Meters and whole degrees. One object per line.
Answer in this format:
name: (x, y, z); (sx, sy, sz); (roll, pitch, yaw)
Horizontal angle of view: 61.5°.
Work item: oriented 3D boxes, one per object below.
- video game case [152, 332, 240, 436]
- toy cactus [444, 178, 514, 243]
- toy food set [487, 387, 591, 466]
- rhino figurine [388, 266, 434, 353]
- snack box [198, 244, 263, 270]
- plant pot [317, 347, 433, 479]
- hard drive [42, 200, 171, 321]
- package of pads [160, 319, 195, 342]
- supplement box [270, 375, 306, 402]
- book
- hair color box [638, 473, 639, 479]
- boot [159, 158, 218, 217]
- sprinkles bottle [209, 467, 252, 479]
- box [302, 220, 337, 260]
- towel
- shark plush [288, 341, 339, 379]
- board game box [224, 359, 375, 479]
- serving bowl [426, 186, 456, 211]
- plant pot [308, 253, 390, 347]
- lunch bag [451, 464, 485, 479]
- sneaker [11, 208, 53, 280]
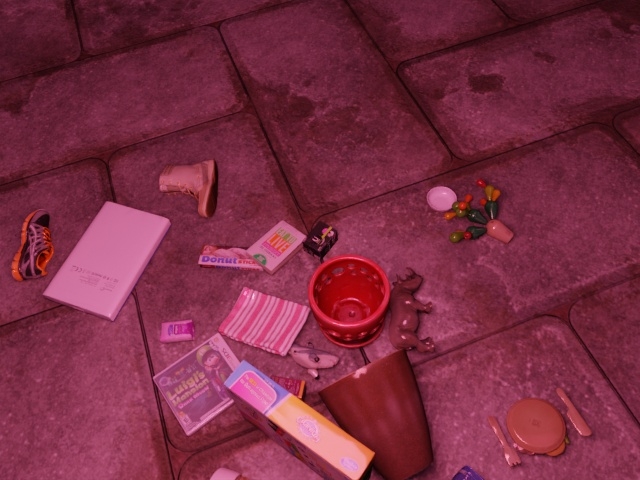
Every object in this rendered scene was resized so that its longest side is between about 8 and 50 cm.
video game case: (-0.279, 0.341, 1.294); (0.190, 0.022, 0.173); (-34, 62, -17)
toy cactus: (0.445, -0.063, 1.466); (0.180, 0.112, 0.219); (35, 57, 12)
toy food set: (0.478, 0.416, 1.195); (0.192, 0.038, 0.132); (-20, 51, -2)
rhino figurine: (0.221, 0.168, 1.342); (0.106, 0.073, 0.243); (2, 57, 2)
snack box: (-0.240, 0.047, 1.476); (0.178, 0.022, 0.064); (3, 58, 5)
plant pot: (0.139, 0.383, 1.150); (0.215, 0.215, 0.230); (-23, 73, -11)
hard drive: (-0.582, 0.049, 1.486); (0.210, 0.040, 0.318); (16, 60, 13)
package of pads: (-0.362, 0.231, 1.363); (0.083, 0.032, 0.050); (-6, 60, 0)
supplement box: (-0.078, 0.350, 1.257); (0.083, 0.055, 0.043); (8, 57, 8)
book: (-0.119, 0.017, 1.467); (0.096, 0.035, 0.144); (36, 61, 19)
hair color box: (0.676, 0.513, 1.082); (0.053, 0.093, 0.167); (27, 64, 19)
boot: (-0.389, -0.148, 1.578); (0.165, 0.077, 0.213); (-4, 53, 0)
sprinkles bottle: (-0.063, 0.571, 1.078); (0.356, 0.121, 0.121); (14, 60, 12)
box: (0.000, 0.000, 1.473); (0.062, 0.052, 0.083); (31, 66, 20)
towel: (-0.141, 0.199, 1.349); (0.197, 0.029, 0.144); (14, 55, 22)
shark plush: (-0.036, 0.277, 1.319); (0.161, 0.073, 0.067); (13, 37, 35)
board game box: (-0.041, 0.398, 1.114); (0.317, 0.242, 0.064); (30, 63, 20)
serving bowl: (0.344, -0.113, 1.536); (0.083, 0.027, 0.083); (-1, 57, 2)
plant pot: (0.069, 0.154, 1.299); (0.191, 0.174, 0.191); (-1, 58, 2)
lunch bag: (0.321, 0.520, 1.115); (0.065, 0.067, 0.098); (-41, 65, -20)
sneaker: (-0.786, 0.013, 1.504); (0.083, 0.084, 0.214); (1, 67, 2)
